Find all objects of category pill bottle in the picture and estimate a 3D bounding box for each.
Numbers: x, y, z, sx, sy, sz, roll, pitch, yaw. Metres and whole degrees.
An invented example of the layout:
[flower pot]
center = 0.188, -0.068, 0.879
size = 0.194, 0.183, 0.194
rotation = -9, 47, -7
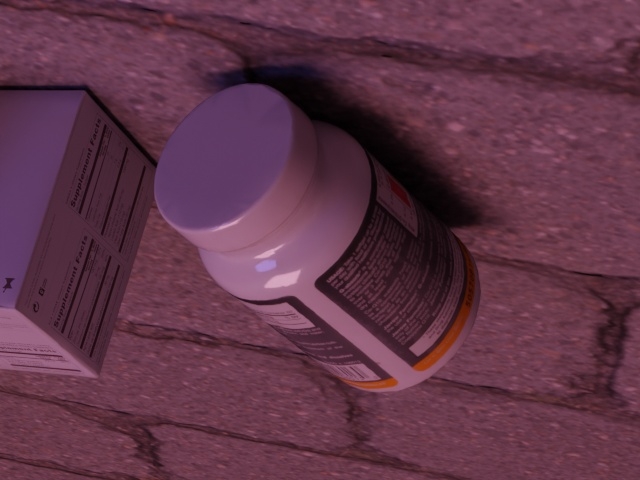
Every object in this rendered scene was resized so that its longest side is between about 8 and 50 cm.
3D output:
[pill bottle]
center = 0.000, 0.000, 1.388
size = 0.162, 0.162, 0.278
rotation = -3, 150, 35

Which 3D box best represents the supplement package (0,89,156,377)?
[supplement package]
center = -0.305, -0.010, 1.486
size = 0.261, 0.204, 0.145
rotation = 3, 155, 25
